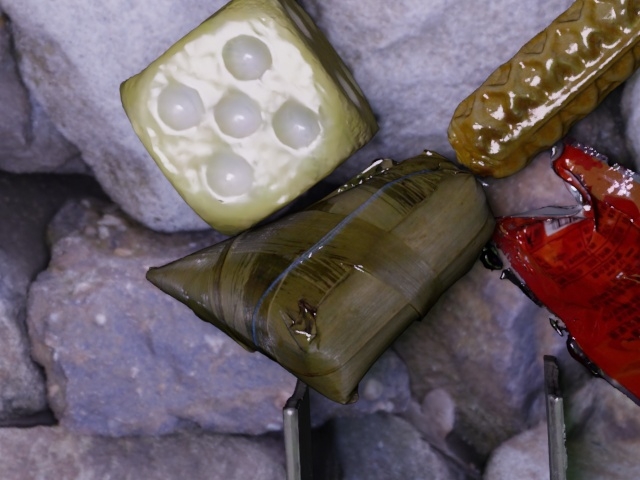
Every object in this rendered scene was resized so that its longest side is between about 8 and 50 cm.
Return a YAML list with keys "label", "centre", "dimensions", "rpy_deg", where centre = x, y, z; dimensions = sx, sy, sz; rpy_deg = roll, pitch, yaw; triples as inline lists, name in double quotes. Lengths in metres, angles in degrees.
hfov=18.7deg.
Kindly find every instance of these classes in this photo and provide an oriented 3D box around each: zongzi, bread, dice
- label: "zongzi"
  centre: [0.000, 0.000, 1.766]
  dimensions: [0.251, 0.274, 0.125]
  rpy_deg: [-42, 129, -20]
- label: "bread"
  centre: [0.260, -0.189, 1.718]
  dimensions: [0.367, 0.084, 0.077]
  rpy_deg: [-42, 55, 10]
- label: "dice"
  centre: [-0.062, -0.116, 1.709]
  dimensions: [0.169, 0.166, 0.169]
  rpy_deg: [-35, 96, 10]

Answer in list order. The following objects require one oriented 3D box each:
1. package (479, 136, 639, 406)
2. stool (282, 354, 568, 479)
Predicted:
- label: "package"
  centre: [0.278, 0.033, 1.760]
  dimensions: [0.269, 0.071, 0.194]
  rpy_deg: [42, 124, -3]
- label: "stool"
  centre: [0.100, 0.253, 1.766]
  dimensions: [0.243, 0.170, 0.269]
  rpy_deg: [-2, 100, 4]
